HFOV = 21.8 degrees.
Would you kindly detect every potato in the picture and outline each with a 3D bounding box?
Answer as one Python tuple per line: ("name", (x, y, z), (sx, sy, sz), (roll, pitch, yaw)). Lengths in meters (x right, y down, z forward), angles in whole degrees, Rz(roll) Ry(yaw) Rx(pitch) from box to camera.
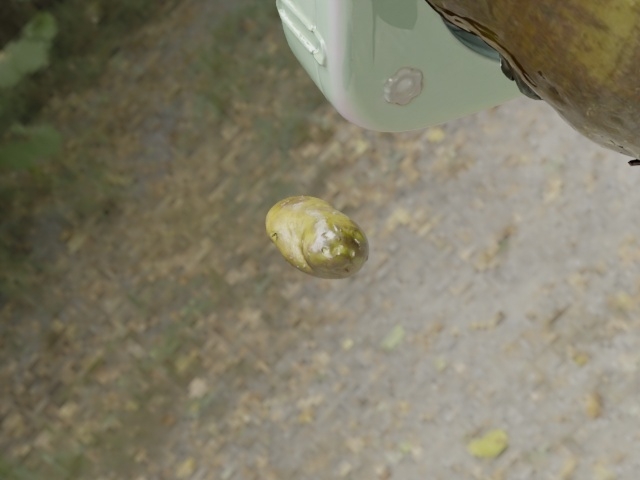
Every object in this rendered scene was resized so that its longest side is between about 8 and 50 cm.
("potato", (0.000, 0.000, 0.985), (0.045, 0.046, 0.092), (-35, 28, -15))

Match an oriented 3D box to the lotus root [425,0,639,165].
("lotus root", (0.120, -0.138, 0.472), (0.179, 0.196, 0.397), (-29, -13, -14))

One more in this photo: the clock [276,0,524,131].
("clock", (0.130, -0.220, 1.032), (0.324, 0.265, 0.108), (-18, 44, -19))
